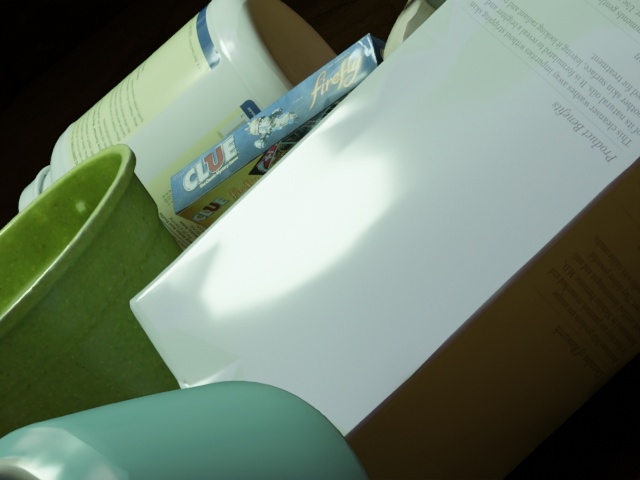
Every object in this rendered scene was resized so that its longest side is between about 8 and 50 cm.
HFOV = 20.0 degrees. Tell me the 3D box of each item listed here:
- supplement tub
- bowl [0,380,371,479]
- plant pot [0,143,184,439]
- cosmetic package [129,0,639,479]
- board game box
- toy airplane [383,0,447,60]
[{"bbox_3d":[-0.125,-0.076,1.857,0.325,0.235,0.235,-38,18,19],"label":"supplement tub"},{"bbox_3d":[-0.121,0.218,1.005,0.311,0.163,0.312,-18,64,42],"label":"bowl"},{"bbox_3d":[-0.169,0.106,1.488,0.276,0.254,0.276,-39,18,15],"label":"plant pot"},{"bbox_3d":[0.092,0.004,1.161,0.385,0.156,0.217,-43,47,6],"label":"cosmetic package"},{"bbox_3d":[0.013,-0.070,1.564,0.243,0.165,0.042,-33,51,31],"label":"board game box"},{"bbox_3d":[0.151,-0.281,1.470,0.272,0.384,0.386,-58,46,45],"label":"toy airplane"}]
